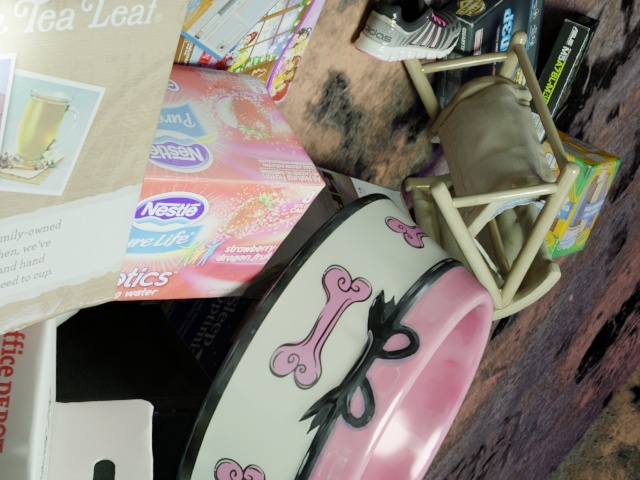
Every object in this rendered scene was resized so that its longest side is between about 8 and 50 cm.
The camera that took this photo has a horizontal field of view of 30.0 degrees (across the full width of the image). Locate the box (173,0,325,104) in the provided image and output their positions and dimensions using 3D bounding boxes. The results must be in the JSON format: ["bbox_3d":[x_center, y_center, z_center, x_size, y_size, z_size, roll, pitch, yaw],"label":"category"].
[{"bbox_3d":[-0.073,-0.215,1.061,0.201,0.057,0.293,-31,157,-40],"label":"box"}]

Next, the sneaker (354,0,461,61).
[{"bbox_3d":[0.112,-0.254,1.381,0.170,0.063,0.074,-17,138,-44],"label":"sneaker"}]

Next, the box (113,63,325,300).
[{"bbox_3d":[-0.167,-0.050,0.965,0.300,0.142,0.154,1,137,-45],"label":"box"}]

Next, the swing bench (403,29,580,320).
[{"bbox_3d":[0.196,-0.072,1.459,0.165,0.253,0.254,-8,138,-1],"label":"swing bench"}]

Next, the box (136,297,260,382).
[{"bbox_3d":[-0.138,0.100,1.370,0.136,0.036,0.225,-59,153,3],"label":"box"}]

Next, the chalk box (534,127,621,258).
[{"bbox_3d":[0.358,-0.056,1.896,0.132,0.132,0.213,-11,126,-54],"label":"chalk box"}]

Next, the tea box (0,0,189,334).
[{"bbox_3d":[-0.304,-0.098,0.608,0.329,0.324,0.220,-17,132,-50],"label":"tea box"}]

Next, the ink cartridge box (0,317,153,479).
[{"bbox_3d":[-0.288,0.136,0.803,0.354,0.207,0.119,1,126,-10],"label":"ink cartridge box"}]

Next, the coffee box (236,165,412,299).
[{"bbox_3d":[0.000,0.000,1.363,0.141,0.098,0.246,-28,162,25],"label":"coffee box"}]

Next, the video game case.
[{"bbox_3d":[-0.074,-0.210,0.943,0.119,0.015,0.166,-43,162,8],"label":"video game case"}]

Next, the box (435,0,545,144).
[{"bbox_3d":[0.224,-0.247,1.577,0.175,0.051,0.220,-40,148,-31],"label":"box"}]

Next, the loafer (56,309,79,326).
[{"bbox_3d":[-0.288,0.055,1.036,0.319,0.112,0.111,-38,-178,-34],"label":"loafer"}]

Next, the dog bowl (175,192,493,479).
[{"bbox_3d":[0.031,0.167,1.195,0.408,0.150,0.408,-51,159,-28],"label":"dog bowl"}]

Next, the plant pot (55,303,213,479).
[{"bbox_3d":[-0.226,0.182,1.157,0.167,0.188,0.187,5,116,-35],"label":"plant pot"}]

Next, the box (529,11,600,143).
[{"bbox_3d":[0.343,-0.232,1.734,0.190,0.045,0.184,-69,167,18],"label":"box"}]
